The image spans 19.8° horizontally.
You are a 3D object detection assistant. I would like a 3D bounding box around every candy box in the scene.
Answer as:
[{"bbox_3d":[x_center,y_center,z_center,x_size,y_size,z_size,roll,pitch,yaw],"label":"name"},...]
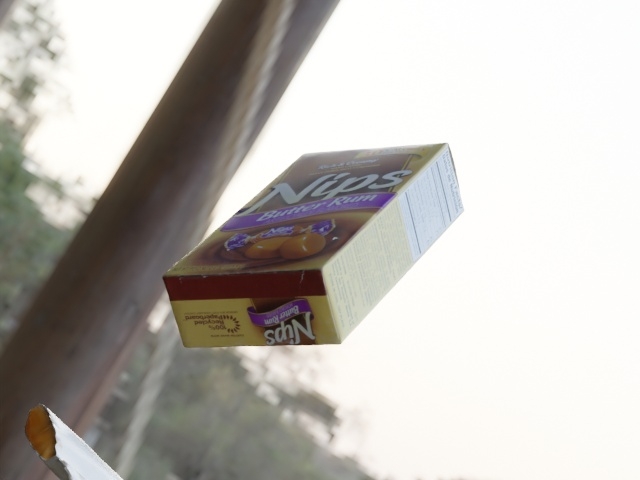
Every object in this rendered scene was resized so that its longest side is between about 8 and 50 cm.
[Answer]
[{"bbox_3d":[0.000,0.000,1.102,0.109,0.187,0.053,-3,-68,29],"label":"candy box"}]

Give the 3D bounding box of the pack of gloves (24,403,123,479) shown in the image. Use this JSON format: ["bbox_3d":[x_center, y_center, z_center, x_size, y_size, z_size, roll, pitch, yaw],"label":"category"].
[{"bbox_3d":[-0.014,0.180,0.572,0.232,0.046,0.195,50,3,-31],"label":"pack of gloves"}]
